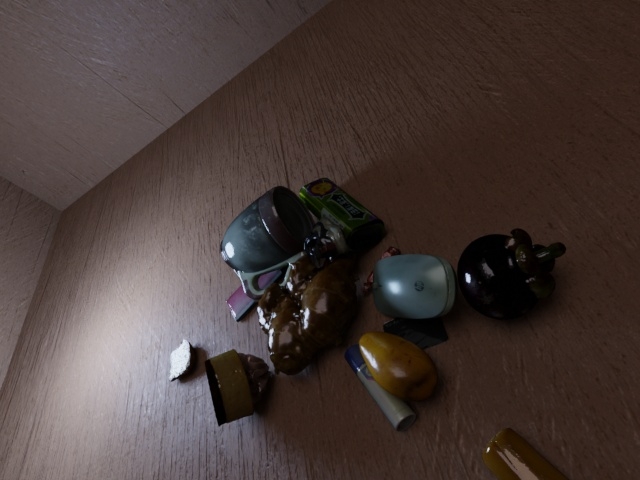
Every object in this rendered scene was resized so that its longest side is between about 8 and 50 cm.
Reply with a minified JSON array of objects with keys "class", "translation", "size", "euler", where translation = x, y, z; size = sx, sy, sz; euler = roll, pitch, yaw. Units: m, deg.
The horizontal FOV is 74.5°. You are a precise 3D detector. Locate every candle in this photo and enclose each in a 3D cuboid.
[{"class":"candle","translation":[0.167,0.086,1.208],"size":[0.162,0.053,0.048],"euler":[-52,38,-3]}]

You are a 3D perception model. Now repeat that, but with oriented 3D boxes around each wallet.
[{"class":"wallet","translation":[-0.233,0.167,1.480],"size":[0.232,0.025,0.119],"euler":[-45,44,2]}]

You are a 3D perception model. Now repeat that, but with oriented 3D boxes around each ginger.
[{"class":"ginger","translation":[-0.032,0.194,1.206],"size":[0.357,0.152,0.274],"euler":[-42,46,7]}]

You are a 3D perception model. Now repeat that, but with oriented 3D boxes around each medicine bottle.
[{"class":"medicine bottle","translation":[0.139,0.351,1.026],"size":[0.059,0.059,0.231],"euler":[-45,44,2]}]

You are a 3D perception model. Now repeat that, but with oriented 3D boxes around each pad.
[{"class":"pad","translation":[0.238,0.233,1.077],"size":[0.157,0.003,0.112],"euler":[-28,46,20]}]

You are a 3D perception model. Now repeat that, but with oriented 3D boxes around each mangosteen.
[{"class":"mangosteen","translation":[0.415,0.069,0.917],"size":[0.230,0.194,0.194],"euler":[-33,40,46]}]

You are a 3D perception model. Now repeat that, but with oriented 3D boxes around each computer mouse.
[{"class":"computer mouse","translation":[0.213,0.114,1.049],"size":[0.288,0.097,0.160],"euler":[-7,83,53]}]

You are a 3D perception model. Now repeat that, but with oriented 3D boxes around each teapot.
[{"class":"teapot","translation":[0.050,0.066,1.292],"size":[0.129,0.078,0.098],"euler":[-34,44,14]},{"class":"teapot","translation":[-0.179,0.030,1.391],"size":[0.312,0.233,0.315],"euler":[-31,72,25]}]

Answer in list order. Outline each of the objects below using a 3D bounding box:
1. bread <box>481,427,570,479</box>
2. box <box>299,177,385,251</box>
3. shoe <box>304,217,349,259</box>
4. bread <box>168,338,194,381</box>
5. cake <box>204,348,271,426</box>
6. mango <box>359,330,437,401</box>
[{"class":"bread","translation":[0.394,0.445,0.748],"size":[0.093,0.074,0.239],"euler":[-52,42,2]},{"class":"box","translation":[0.062,-0.091,1.375],"size":[0.134,0.097,0.345],"euler":[-24,39,-18]},{"class":"shoe","translation":[0.000,0.000,1.261],"size":[0.112,0.099,0.227],"euler":[-26,17,-16]},{"class":"bread","translation":[-0.485,0.424,1.480],"size":[0.126,0.044,0.129],"euler":[-39,46,19]},{"class":"cake","translation":[-0.226,0.410,1.202],"size":[0.178,0.185,0.208],"euler":[-11,20,-14]},{"class":"mango","translation":[0.176,0.283,0.988],"size":[0.219,0.144,0.113],"euler":[36,120,47]}]
